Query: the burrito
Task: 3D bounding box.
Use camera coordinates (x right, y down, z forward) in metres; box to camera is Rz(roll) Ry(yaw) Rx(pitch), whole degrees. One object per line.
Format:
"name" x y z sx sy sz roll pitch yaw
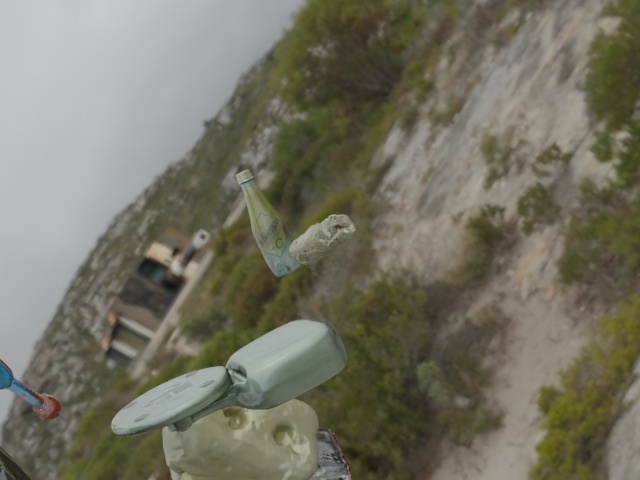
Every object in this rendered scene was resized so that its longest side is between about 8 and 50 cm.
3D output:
"burrito" -0.001 0.000 1.589 0.045 0.058 0.188 -20 -8 -32

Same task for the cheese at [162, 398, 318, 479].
"cheese" -0.167 0.334 1.507 0.248 0.251 0.173 -43 34 39

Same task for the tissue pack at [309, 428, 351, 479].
"tissue pack" -0.061 0.508 2.068 0.332 0.245 0.123 -178 84 -85

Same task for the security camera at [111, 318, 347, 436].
"security camera" -0.112 0.188 1.168 0.302 0.080 0.157 -23 8 -20

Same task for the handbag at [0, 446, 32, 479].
"handbag" -0.381 0.380 0.973 0.302 0.275 0.178 -55 -18 -6

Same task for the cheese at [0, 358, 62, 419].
"cheese" -0.612 0.269 1.802 0.106 0.256 0.037 -42 17 43

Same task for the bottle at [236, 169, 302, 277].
"bottle" -0.133 -0.043 2.245 0.083 0.269 0.083 -26 6 3
